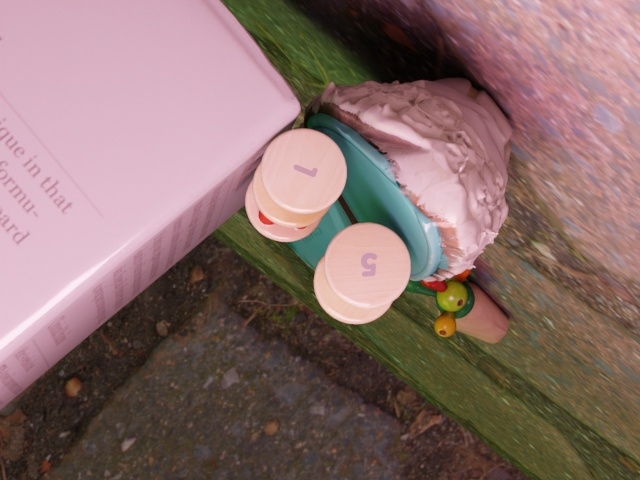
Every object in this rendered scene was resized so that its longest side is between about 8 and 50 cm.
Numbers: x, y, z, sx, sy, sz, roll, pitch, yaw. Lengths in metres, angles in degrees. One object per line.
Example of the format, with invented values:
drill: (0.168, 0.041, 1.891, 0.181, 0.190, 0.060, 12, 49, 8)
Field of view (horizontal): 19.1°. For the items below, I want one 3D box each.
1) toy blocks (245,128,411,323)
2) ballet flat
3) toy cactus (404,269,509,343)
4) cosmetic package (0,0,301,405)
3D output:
toy blocks: (0.000, 0.000, 1.208, 0.123, 0.054, 0.148, 57, 168, 5)
ballet flat: (0.054, -0.056, 1.296, 0.147, 0.147, 0.409, 42, 171, -9)
toy cactus: (0.106, 0.053, 1.857, 0.180, 0.112, 0.219, 33, 168, -25)
cosmetic package: (-0.271, -0.059, 1.275, 0.327, 0.394, 0.329, 49, 170, 2)
